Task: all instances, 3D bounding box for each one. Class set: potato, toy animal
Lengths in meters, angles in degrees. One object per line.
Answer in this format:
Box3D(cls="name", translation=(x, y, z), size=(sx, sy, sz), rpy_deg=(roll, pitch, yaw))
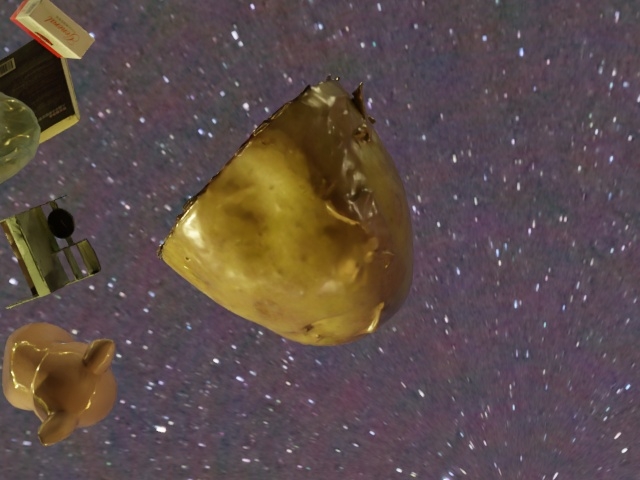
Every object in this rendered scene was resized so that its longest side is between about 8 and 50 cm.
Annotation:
Box3D(cls="potato", translation=(0.000, 0.000, 1.015), size=(0.301, 0.289, 0.237), rpy_deg=(-44, -91, 4))
Box3D(cls="toy animal", translation=(-0.411, 0.209, 1.425), size=(0.250, 0.154, 0.166), rpy_deg=(12, -93, 47))

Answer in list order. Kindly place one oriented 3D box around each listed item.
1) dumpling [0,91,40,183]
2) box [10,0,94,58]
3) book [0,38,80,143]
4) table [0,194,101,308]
Box3D(cls="dumpling", translation=(-0.480, -0.110, 0.988), size=(0.321, 0.212, 0.270), rpy_deg=(27, -104, -9))
Box3D(cls="box", translation=(-0.429, -0.338, 1.457), size=(0.048, 0.100, 0.152), rpy_deg=(-54, -150, -11))
Box3D(cls="book", translation=(-0.512, -0.258, 1.609), size=(0.160, 0.024, 0.228), rpy_deg=(-28, -124, 7))
Box3D(cls="table", translation=(-0.488, 0.020, 1.571), size=(0.175, 0.062, 0.146), rpy_deg=(-19, -81, 22))
